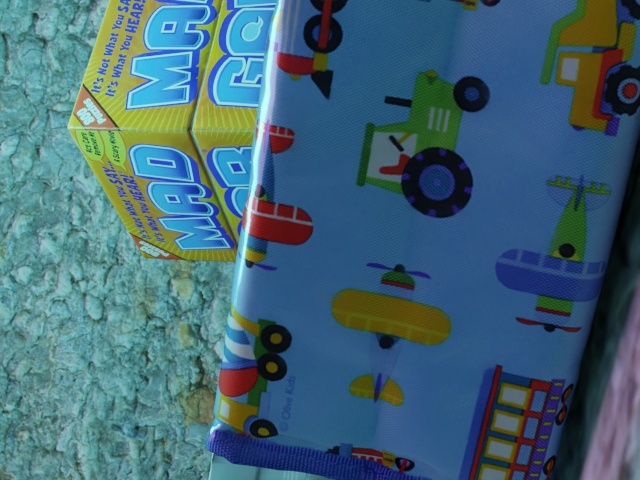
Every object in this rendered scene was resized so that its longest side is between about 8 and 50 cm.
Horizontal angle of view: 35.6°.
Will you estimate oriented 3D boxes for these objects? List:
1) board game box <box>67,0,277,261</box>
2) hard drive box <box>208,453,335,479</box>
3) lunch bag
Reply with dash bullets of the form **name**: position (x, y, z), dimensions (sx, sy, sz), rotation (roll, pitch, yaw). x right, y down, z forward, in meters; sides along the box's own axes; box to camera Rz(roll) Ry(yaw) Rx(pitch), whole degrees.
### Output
- **board game box**: position (-0.124, -0.204, 1.557), dimensions (0.356, 0.357, 0.356), rotation (74, -159, -57)
- **hard drive box**: position (-0.031, 0.252, 0.924), dimensions (0.232, 0.089, 0.181), rotation (50, -132, -70)
- **lunch bag**: position (0.066, -0.041, 0.488), dimensions (0.293, 0.138, 0.220), rotation (-50, -29, -70)
